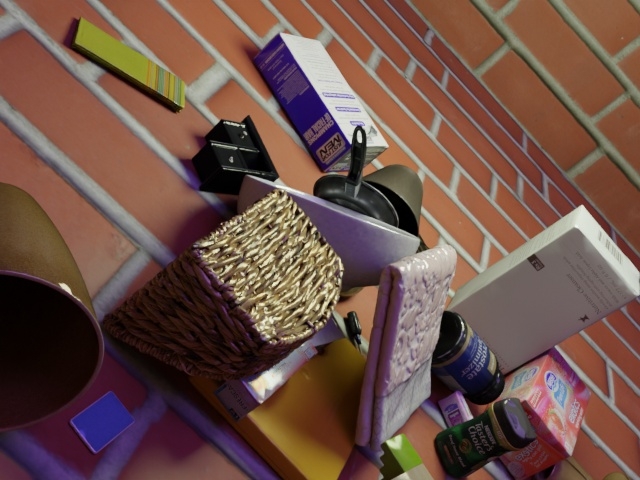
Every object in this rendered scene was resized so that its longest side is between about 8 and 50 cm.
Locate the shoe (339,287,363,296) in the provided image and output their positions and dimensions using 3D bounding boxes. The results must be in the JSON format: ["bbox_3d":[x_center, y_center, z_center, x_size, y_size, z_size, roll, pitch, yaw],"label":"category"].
[{"bbox_3d":[0.066,0.061,1.617,0.219,0.058,0.076,-30,113,-55],"label":"shoe"}]

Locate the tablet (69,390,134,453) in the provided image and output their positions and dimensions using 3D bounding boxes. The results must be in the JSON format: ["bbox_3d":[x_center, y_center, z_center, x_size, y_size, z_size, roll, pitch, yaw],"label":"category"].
[{"bbox_3d":[-0.283,0.235,1.015,0.054,0.006,0.083,51,30,1],"label":"tablet"}]

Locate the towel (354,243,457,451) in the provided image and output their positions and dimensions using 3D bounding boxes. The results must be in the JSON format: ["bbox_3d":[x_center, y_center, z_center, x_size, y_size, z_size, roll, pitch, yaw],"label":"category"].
[{"bbox_3d":[0.158,0.174,1.374,0.054,0.316,0.332,12,10,22],"label":"towel"}]

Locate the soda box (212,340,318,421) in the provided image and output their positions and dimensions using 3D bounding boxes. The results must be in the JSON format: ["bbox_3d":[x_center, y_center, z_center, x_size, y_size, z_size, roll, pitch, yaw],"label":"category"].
[{"bbox_3d":[-0.079,0.197,1.181,0.058,0.063,0.183,52,32,4],"label":"soda box"}]

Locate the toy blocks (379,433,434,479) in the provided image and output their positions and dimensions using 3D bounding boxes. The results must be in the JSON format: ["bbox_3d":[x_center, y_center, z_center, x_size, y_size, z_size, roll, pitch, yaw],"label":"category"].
[{"bbox_3d":[0.110,0.495,1.035,0.191,0.261,0.381,-5,55,-52],"label":"toy blocks"}]

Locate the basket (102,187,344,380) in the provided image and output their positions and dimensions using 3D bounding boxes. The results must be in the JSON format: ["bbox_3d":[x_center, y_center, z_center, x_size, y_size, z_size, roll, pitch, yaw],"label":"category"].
[{"bbox_3d":[-0.123,0.093,1.169,0.213,0.223,0.299,51,29,-2],"label":"basket"}]

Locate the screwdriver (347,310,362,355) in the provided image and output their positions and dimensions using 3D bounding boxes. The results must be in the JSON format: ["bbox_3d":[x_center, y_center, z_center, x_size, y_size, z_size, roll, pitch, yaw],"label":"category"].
[{"bbox_3d":[0.080,0.212,1.501,0.025,0.024,0.169,-5,59,-22],"label":"screwdriver"}]

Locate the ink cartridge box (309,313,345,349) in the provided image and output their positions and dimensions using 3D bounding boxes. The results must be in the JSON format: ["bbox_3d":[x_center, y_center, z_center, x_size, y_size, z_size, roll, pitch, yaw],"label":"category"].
[{"bbox_3d":[-0.011,0.155,1.340,0.115,0.029,0.062,-4,61,-54],"label":"ink cartridge box"}]

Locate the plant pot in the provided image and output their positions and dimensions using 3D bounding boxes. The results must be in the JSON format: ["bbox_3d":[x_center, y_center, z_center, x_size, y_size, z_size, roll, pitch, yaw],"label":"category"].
[{"bbox_3d":[-0.379,0.047,0.902,0.237,0.237,0.254,27,25,-34],"label":"plant pot"}]

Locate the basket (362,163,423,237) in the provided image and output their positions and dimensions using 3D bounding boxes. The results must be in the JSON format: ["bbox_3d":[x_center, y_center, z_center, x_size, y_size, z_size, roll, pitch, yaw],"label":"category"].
[{"bbox_3d":[0.154,-0.084,1.790,0.204,0.154,0.227,37,27,3],"label":"basket"}]

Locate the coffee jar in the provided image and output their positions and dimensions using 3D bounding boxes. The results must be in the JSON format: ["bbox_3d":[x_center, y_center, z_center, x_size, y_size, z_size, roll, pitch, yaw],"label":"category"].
[{"bbox_3d":[0.313,0.372,1.476,0.079,0.184,0.096,11,48,-47],"label":"coffee jar"}]

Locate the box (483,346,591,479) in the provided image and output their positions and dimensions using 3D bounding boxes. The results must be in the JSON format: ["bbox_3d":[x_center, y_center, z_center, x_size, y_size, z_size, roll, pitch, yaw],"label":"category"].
[{"bbox_3d":[0.478,0.373,1.733,0.154,0.142,0.300,53,31,4],"label":"box"}]

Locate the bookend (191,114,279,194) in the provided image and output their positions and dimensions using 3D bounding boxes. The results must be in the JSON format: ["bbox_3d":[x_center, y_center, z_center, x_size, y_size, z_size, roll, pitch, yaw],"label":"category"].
[{"bbox_3d":[-0.182,-0.172,1.512,0.156,0.072,0.157,4,54,-51],"label":"bookend"}]

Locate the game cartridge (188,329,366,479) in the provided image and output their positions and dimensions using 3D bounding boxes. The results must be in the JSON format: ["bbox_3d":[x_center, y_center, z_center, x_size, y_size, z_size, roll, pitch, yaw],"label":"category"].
[{"bbox_3d":[-0.043,0.232,1.299,0.285,0.053,0.323,48,33,-6],"label":"game cartridge"}]

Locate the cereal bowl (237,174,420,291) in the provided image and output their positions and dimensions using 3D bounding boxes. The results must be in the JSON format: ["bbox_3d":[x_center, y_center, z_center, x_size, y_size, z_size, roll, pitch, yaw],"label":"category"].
[{"bbox_3d":[0.000,0.000,1.422,0.339,0.141,0.339,21,5,-2],"label":"cereal bowl"}]

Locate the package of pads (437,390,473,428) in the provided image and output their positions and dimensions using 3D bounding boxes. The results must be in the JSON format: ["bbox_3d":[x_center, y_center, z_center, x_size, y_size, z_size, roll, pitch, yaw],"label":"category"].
[{"bbox_3d":[0.276,0.352,1.581,0.032,0.050,0.083,16,45,-52],"label":"package of pads"}]

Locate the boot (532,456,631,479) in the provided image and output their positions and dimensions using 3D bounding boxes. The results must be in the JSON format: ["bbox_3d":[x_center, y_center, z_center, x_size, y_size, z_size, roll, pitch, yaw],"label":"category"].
[{"bbox_3d":[0.602,0.543,1.772,0.269,0.089,0.236,44,31,-9],"label":"boot"}]

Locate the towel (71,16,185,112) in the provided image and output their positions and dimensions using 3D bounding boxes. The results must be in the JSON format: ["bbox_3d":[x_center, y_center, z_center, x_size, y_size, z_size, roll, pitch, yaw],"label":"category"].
[{"bbox_3d":[-0.364,-0.336,1.501,0.237,0.021,0.102,29,32,-30],"label":"towel"}]

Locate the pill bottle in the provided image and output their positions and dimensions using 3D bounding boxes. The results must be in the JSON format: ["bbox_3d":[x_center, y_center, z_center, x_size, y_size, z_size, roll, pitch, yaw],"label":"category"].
[{"bbox_3d":[0.294,0.250,1.624,0.219,0.123,0.122,45,29,-35],"label":"pill bottle"}]

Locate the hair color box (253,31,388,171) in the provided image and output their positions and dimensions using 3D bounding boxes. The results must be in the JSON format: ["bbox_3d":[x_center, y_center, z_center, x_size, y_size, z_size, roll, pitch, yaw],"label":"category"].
[{"bbox_3d":[0.003,-0.331,1.889,0.185,0.110,0.338,-11,65,-57],"label":"hair color box"}]

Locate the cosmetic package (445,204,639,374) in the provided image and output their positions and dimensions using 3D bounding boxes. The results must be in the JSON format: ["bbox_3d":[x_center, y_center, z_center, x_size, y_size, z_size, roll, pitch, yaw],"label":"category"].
[{"bbox_3d":[0.505,0.122,1.800,0.217,0.385,0.156,48,30,0],"label":"cosmetic package"}]

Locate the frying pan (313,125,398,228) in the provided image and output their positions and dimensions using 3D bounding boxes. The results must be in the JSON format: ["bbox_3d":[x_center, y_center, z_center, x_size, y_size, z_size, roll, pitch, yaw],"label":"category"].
[{"bbox_3d":[0.088,-0.084,1.571,0.197,0.326,0.053,33,61,-4],"label":"frying pan"}]

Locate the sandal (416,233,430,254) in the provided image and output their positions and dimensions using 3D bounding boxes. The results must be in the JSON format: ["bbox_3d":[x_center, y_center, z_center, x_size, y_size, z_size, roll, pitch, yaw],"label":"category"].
[{"bbox_3d":[0.227,0.035,1.852,0.090,0.060,0.219,22,27,-49],"label":"sandal"}]
